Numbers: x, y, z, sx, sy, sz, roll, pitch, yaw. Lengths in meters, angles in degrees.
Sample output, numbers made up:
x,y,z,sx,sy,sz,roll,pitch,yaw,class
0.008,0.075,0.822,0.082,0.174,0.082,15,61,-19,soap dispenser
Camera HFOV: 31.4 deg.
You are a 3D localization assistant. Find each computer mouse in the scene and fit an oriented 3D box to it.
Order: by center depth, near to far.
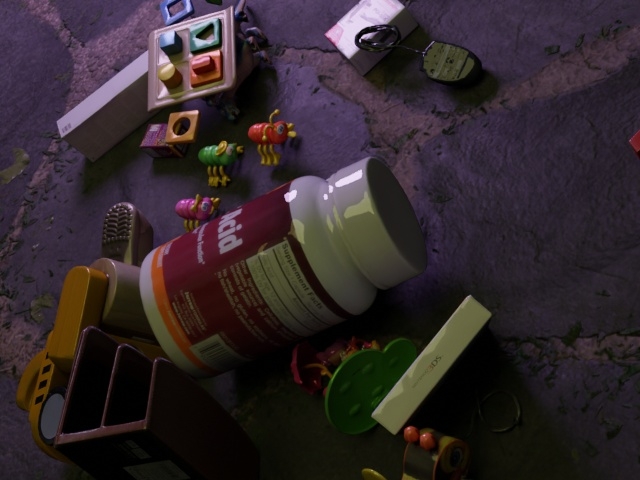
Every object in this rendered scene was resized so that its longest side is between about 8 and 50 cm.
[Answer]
x,y,z,sx,sy,sz,roll,pitch,yaw,class
0.164,-0.312,1.915,0.242,0.041,0.071,25,87,28,computer mouse

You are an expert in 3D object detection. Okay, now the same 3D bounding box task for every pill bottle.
x,y,z,sx,sy,sz,roll,pitch,yaw,class
-0.054,0.039,1.711,0.392,0.224,0.224,-25,51,19,pill bottle

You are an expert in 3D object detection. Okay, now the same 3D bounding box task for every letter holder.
x,y,z,sx,sy,sz,roll,pitch,yaw,class
-0.221,0.263,1.661,0.152,0.302,0.214,-14,49,22,letter holder

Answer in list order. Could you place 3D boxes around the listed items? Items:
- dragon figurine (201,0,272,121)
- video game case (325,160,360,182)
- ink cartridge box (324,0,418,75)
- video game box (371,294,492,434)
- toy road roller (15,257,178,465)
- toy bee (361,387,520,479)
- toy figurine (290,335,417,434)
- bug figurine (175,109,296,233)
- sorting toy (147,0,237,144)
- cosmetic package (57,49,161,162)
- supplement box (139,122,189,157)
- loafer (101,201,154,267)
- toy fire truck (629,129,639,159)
x,y,z,sx,sy,sz,roll,pitch,yaw,class
-0.179,-0.359,2.166,0.144,0.085,0.289,-29,52,16,dragon figurine
0.000,0.000,1.867,0.227,0.026,0.206,-28,51,18,video game case
0.090,-0.374,2.015,0.135,0.056,0.099,-43,47,4,ink cartridge box
0.154,0.174,1.553,0.048,0.187,0.205,39,87,13,video game box
-0.371,0.200,1.858,0.241,0.202,0.329,1,76,48,toy road roller
0.137,0.312,1.493,0.195,0.162,0.298,-8,59,32,toy bee
0.030,0.184,1.689,0.173,0.130,0.159,-38,34,-21,toy figurine
-0.155,-0.103,1.984,0.216,0.072,0.279,-3,58,42,bug figurine
-0.246,-0.340,2.106,0.196,0.047,0.347,-15,61,21,sorting toy
-0.395,-0.264,2.246,0.239,0.099,0.060,-35,47,10,cosmetic package
-0.294,-0.190,2.167,0.083,0.043,0.055,3,65,34,supplement box
-0.339,0.070,2.010,0.102,0.092,0.268,2,80,36,loafer
0.544,-0.147,1.578,0.192,0.047,0.135,-36,47,9,toy fire truck
